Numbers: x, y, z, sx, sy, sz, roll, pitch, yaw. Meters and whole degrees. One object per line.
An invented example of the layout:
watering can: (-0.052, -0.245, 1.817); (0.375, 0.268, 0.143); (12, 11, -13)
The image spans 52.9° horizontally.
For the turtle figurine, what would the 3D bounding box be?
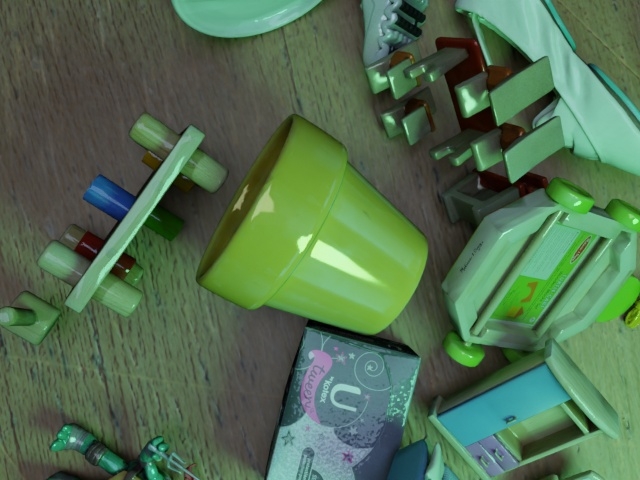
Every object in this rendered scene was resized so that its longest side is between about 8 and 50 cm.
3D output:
turtle figurine: (-0.268, 0.347, 0.885); (0.234, 0.118, 0.175); (17, 72, 16)

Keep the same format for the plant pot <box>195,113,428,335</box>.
plant pot: (0.000, 0.000, 0.852); (0.239, 0.254, 0.254); (29, 87, -14)

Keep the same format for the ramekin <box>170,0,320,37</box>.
ramekin: (-0.094, -0.411, 0.864); (0.273, 0.273, 0.127); (-25, 74, -1)

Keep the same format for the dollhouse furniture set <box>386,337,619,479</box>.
dollhouse furniture set: (0.247, 0.320, 0.744); (0.286, 0.303, 0.198); (48, 123, -5)

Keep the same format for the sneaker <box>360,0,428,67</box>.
sneaker: (0.097, -0.386, 0.944); (0.118, 0.110, 0.292); (12, 93, 26)

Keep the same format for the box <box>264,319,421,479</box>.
box: (0.024, 0.249, 0.875); (0.163, 0.142, 0.247); (15, 86, 1)

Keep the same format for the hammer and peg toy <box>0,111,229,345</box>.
hammer and peg toy: (-0.268, 0.007, 0.834); (0.127, 0.266, 0.361); (36, 86, -16)

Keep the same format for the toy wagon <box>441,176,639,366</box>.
toy wagon: (0.323, 0.059, 0.867); (0.344, 0.068, 0.267); (12, 119, -32)

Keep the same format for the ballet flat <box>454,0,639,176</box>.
ballet flat: (0.332, -0.226, 0.923); (0.139, 0.139, 0.400); (-33, 83, -2)

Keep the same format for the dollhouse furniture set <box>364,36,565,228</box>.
dollhouse furniture set: (0.212, -0.148, 0.859); (0.135, 0.262, 0.259); (-33, 122, -14)
